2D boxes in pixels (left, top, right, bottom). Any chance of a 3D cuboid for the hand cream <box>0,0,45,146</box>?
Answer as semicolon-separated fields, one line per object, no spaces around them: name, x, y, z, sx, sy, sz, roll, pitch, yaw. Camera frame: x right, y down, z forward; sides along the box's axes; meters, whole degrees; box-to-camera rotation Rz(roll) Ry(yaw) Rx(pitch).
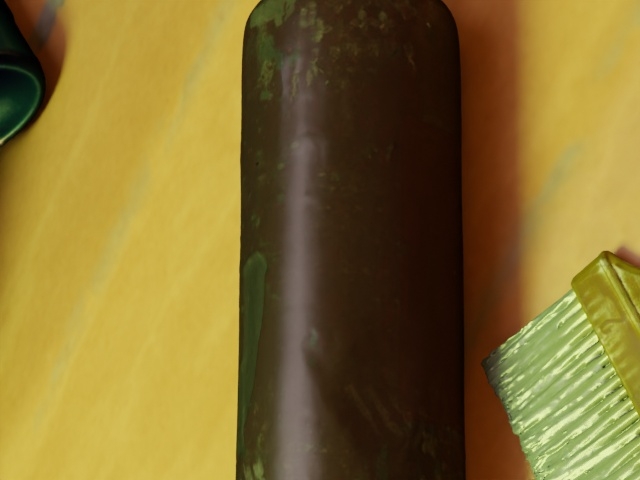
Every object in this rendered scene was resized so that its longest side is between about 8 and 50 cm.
hand cream;-0.217;-0.127;0.850;0.120;0.061;0.270;-29;45;-11

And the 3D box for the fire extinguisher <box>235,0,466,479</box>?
fire extinguisher;0.000;0.000;0.553;0.072;0.089;0.267;79;-170;-74

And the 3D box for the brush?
brush;0.123;0.004;0.466;0.205;0.011;0.083;-47;47;29
